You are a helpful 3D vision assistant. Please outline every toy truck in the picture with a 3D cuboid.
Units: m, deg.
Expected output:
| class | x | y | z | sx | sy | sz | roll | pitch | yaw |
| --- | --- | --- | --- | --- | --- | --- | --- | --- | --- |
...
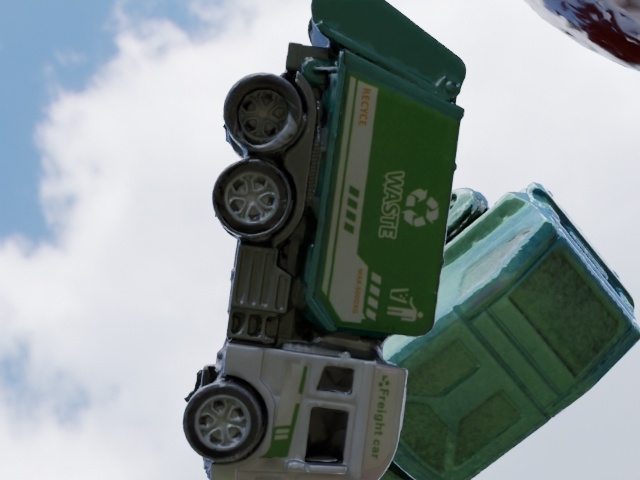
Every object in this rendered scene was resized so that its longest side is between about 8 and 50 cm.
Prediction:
| class | x | y | z | sx | sy | sz | roll | pitch | yaw |
| --- | --- | --- | --- | --- | --- | --- | --- | --- | --- |
| toy truck | 0.079 | 0.086 | 1.192 | 0.279 | 0.156 | 0.155 | -38 | -73 | 8 |
| toy truck | 0.000 | 0.000 | 0.845 | 0.124 | 0.114 | 0.253 | 6 | -92 | -1 |

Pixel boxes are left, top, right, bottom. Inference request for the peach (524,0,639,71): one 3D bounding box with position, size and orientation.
| class | x | y | z | sx | sy | sz | roll | pitch | yaw |
| --- | --- | --- | --- | --- | --- | --- | --- | --- | --- |
| peach | 0.234 | -0.242 | 0.881 | 0.310 | 0.406 | 0.335 | 2 | -74 | -35 |
